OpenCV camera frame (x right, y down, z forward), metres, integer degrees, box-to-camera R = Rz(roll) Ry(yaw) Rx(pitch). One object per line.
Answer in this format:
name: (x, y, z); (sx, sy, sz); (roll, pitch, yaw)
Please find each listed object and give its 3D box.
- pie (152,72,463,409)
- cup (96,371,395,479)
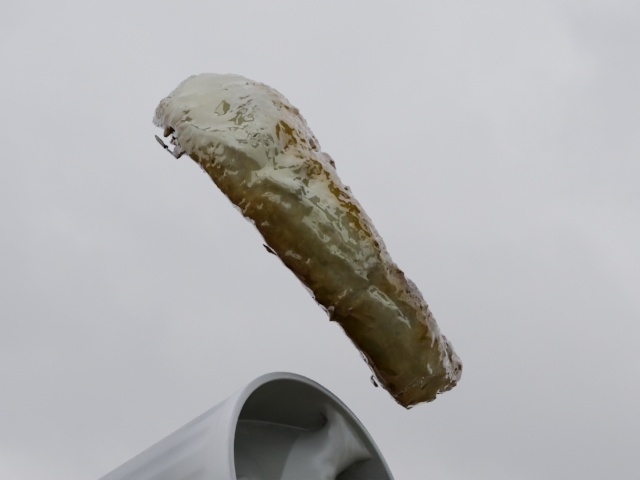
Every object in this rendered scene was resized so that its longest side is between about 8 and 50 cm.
pie: (0.000, 0.000, 0.940); (0.092, 0.315, 0.315); (-39, -31, -1)
cup: (-0.053, 0.219, 0.805); (0.202, 0.167, 0.221); (-31, -80, 29)
